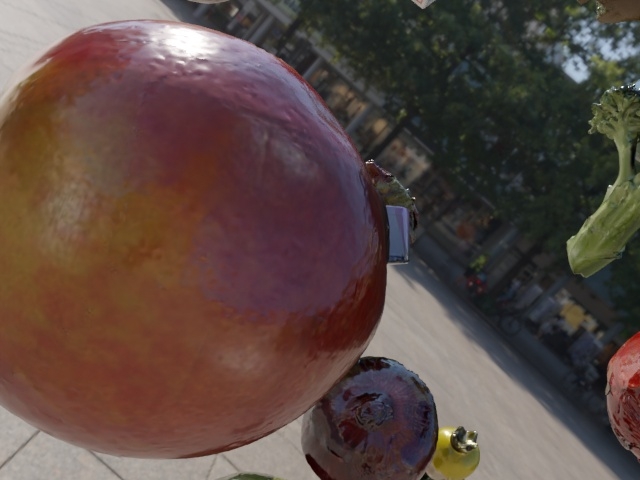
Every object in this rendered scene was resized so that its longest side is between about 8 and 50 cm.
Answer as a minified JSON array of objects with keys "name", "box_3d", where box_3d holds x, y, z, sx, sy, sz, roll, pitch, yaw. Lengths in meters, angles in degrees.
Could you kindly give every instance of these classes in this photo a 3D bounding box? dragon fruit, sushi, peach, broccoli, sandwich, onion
[{"name":"dragon fruit","box_3d":[0.546,0.233,1.016,0.241,0.252,0.241,42,-28,28]},{"name":"sushi","box_3d":[0.174,-0.096,1.640,0.226,0.097,0.103,61,5,-11]},{"name":"peach","box_3d":[-0.114,0.007,0.592,0.388,0.388,0.388,41,9,-8]},{"name":"broccoli","box_3d":[0.671,-0.074,1.323,0.275,0.397,0.353,17,9,-20]},{"name":"sandwich","box_3d":[0.458,-0.419,1.084,0.244,0.088,0.090,24,57,-32]},{"name":"onion","box_3d":[0.085,0.318,1.170,0.246,0.246,0.190,46,-15,27]}]

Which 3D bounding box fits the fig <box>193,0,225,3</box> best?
[{"name":"fig","box_3d":[-0.117,-0.349,0.805,0.207,0.175,0.175,36,8,6]}]

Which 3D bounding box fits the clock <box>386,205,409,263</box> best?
[{"name":"clock","box_3d":[0.000,0.000,1.292,0.338,0.102,0.338,-2,-3,0]}]

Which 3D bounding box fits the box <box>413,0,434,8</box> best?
[{"name":"box","box_3d":[0.226,-0.724,1.552,0.210,0.095,0.330,43,-24,13]}]

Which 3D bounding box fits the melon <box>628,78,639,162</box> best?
[{"name":"melon","box_3d":[0.754,-0.269,1.528,0.182,0.182,0.287,38,33,-21]}]

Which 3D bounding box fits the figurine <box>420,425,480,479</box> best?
[{"name":"figurine","box_3d":[0.247,0.467,1.483,0.185,0.127,0.234,27,-32,23]}]

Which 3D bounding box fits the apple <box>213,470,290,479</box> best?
[{"name":"apple","box_3d":[-0.115,0.612,1.274,0.357,0.357,0.357,41,9,-8]}]
